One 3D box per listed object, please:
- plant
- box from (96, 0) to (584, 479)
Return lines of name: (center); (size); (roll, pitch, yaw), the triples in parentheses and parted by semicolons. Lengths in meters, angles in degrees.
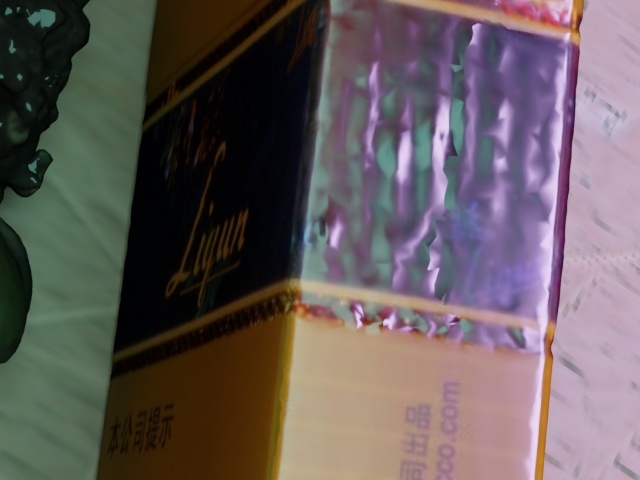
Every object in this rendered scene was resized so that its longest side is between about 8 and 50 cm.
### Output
plant: (-0.097, -0.027, 0.495); (0.087, 0.085, 0.174); (7, 83, 6)
box: (0.001, 0.000, 0.480); (0.070, 0.152, 0.237); (8, 79, -18)
